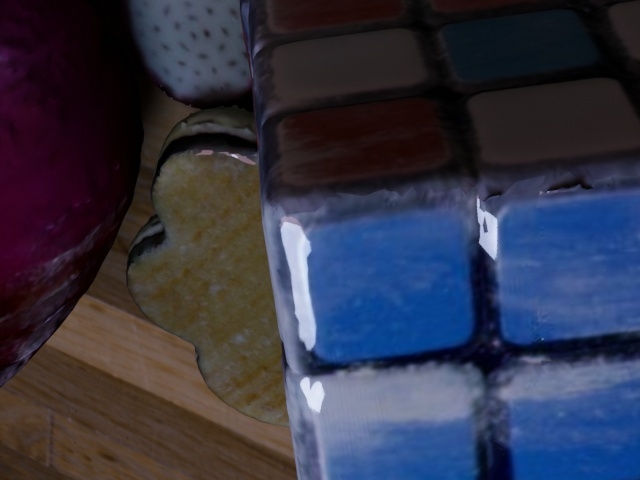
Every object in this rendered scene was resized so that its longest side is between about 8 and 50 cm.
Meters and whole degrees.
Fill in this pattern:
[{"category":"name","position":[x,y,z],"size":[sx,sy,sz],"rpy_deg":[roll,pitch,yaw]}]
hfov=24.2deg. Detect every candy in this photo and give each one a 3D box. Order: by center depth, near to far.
[{"category":"candy","position":[-0.059,-0.118,0.800],"size":[0.103,0.043,0.103],"rpy_deg":[16,130,20]}]

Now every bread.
[{"category":"bread","position":[0.000,0.000,0.821],"size":[0.207,0.056,0.286],"rpy_deg":[41,132,-20]}]

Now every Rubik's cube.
[{"category":"Rubik's cube","position":[0.109,0.018,0.602],"size":[0.259,0.253,0.256],"rpy_deg":[-7,121,2]}]

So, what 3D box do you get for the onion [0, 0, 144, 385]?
[{"category":"onion","position":[-0.313,-0.024,0.765],"size":[0.399,0.420,0.398],"rpy_deg":[13,132,15]}]
